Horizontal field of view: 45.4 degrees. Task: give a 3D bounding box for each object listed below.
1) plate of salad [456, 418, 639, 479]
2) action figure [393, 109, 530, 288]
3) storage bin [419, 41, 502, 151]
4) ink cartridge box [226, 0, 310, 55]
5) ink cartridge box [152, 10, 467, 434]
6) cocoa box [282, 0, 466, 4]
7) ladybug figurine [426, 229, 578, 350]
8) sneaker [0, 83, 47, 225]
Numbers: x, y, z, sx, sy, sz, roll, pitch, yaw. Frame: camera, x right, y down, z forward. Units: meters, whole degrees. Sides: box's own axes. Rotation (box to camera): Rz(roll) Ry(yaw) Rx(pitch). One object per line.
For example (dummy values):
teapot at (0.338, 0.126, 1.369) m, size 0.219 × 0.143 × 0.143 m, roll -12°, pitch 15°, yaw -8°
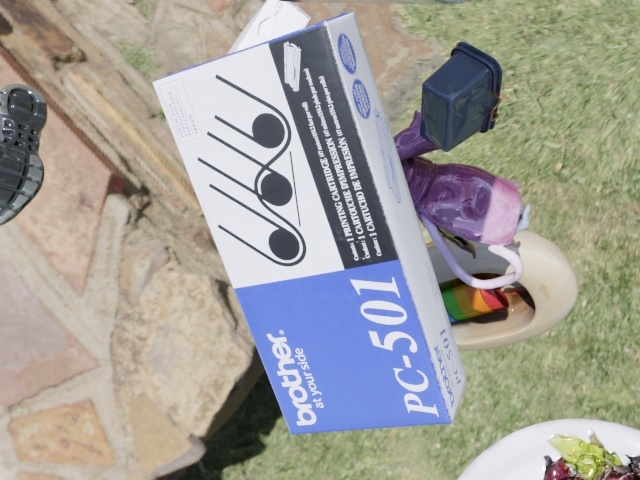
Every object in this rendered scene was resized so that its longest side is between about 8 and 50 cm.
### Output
plate of salad at (0.163, 0.203, 0.446) m, size 0.200 × 0.048 × 0.199 m, roll -2°, pitch 67°, yaw 4°
action figure at (0.138, -0.086, 1.253) m, size 0.370 × 0.275 × 0.248 m, roll 22°, pitch 150°, yaw -23°
storage bin at (0.195, -0.190, 1.078) m, size 0.098 × 0.091 × 0.135 m, roll 39°, pitch 156°, yaw 28°
ink cartridge box at (-0.126, -0.367, 1.506) m, size 0.092 × 0.158 × 0.218 m, roll 33°, pitch 162°, yaw -14°
ink cartridge box at (0.000, 0.000, 0.395) m, size 0.097 × 0.046 × 0.207 m, roll -12°, pitch 108°, yaw 26°
cocoa box at (-0.037, -0.322, 0.406) m, size 0.231 × 0.228 × 0.346 m, roll 30°, pitch 113°, yaw 56°
ladybug figurine at (0.325, 0.096, 1.642) m, size 0.450 × 0.161 × 0.305 m, roll -16°, pitch 125°, yaw 32°
sneaker at (-0.475, -0.116, 1.170) m, size 0.101 × 0.267 × 0.106 m, roll 19°, pitch 137°, yaw -23°
